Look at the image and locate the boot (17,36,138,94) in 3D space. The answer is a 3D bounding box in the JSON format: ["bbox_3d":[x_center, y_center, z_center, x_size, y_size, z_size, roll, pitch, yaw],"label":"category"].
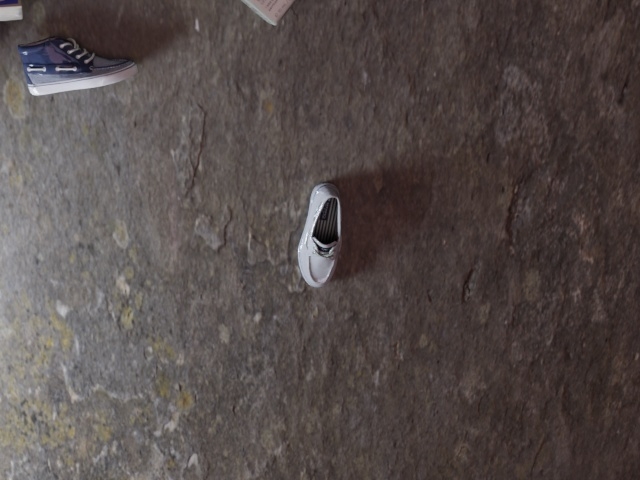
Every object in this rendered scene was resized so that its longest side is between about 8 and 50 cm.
[{"bbox_3d":[-0.413,-0.306,1.207,0.190,0.069,0.086,-11,117,-4],"label":"boot"}]

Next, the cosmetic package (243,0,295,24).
[{"bbox_3d":[-0.156,-0.493,1.133,0.296,0.153,0.129,35,101,-23],"label":"cosmetic package"}]

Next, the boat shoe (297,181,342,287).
[{"bbox_3d":[0.000,0.000,1.412,0.083,0.076,0.226,-2,113,-9],"label":"boat shoe"}]

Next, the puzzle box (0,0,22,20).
[{"bbox_3d":[-0.661,-0.431,0.999,0.409,0.052,0.272,-13,89,-22],"label":"puzzle box"}]
